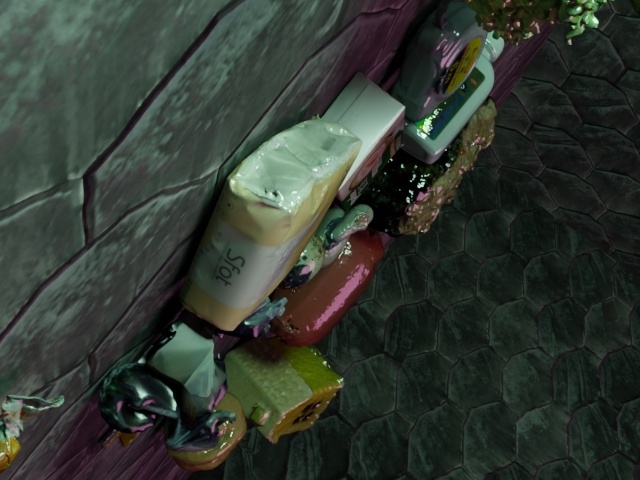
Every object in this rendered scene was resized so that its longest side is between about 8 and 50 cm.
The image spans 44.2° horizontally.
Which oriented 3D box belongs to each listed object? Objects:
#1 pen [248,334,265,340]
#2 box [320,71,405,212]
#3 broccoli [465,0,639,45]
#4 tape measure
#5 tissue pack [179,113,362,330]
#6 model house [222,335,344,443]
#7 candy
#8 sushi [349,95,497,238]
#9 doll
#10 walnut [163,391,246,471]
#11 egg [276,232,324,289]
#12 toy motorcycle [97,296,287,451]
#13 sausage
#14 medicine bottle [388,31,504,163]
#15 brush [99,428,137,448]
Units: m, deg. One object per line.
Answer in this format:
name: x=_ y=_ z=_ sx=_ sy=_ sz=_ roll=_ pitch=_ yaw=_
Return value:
pen: x=-0.151 y=0.230 z=1.722 sx=0.239 sy=0.028 sz=0.028 roll=-56 pitch=171 yaw=26
box: x=0.042 y=-0.123 z=1.046 sx=0.135 sy=0.081 sz=0.199 roll=-52 pitch=170 yaw=-1
broccoli: x=0.247 y=-0.301 z=0.757 sx=0.249 sy=0.301 sz=0.375 roll=-10 pitch=-154 yaw=35
tape measure: x=0.186 y=-0.313 z=1.041 sx=0.164 sy=0.084 sz=0.330 roll=-44 pitch=162 yaw=-43
tissue pack: x=-0.057 y=-0.021 z=0.889 sx=0.186 sy=0.090 sz=0.222 roll=-46 pitch=171 yaw=-48
model house: x=-0.097 y=0.300 z=1.645 sx=0.174 sy=0.193 sz=0.234 roll=-50 pitch=157 yaw=14
candy: x=-0.294 y=0.189 z=0.663 sx=0.182 sy=0.046 sz=0.053 roll=-47 pitch=175 yaw=0
sushi: x=0.177 y=-0.145 z=1.375 sx=0.350 sy=0.171 sz=0.211 roll=-46 pitch=169 yaw=-39
doll: x=0.000 y=0.000 z=1.304 sx=0.214 sy=0.071 sz=0.103 roll=-32 pitch=-165 yaw=39
walnut: x=-0.221 y=0.352 z=1.488 sx=0.167 sy=0.149 sz=0.166 roll=-26 pitch=131 yaw=-34
egg: x=-0.043 y=0.029 z=1.217 sx=0.110 sy=0.085 sz=0.085 roll=-44 pitch=170 yaw=-22
toy motorcycle: x=-0.139 y=0.150 z=0.974 sx=0.270 sy=0.159 sz=0.106 roll=-46 pitch=-168 yaw=-26
sausage: x=0.005 y=0.071 z=1.454 sx=0.279 sy=0.152 sz=0.152 roll=-51 pitch=172 yaw=-6
medicine bottle: x=0.196 y=-0.240 z=1.229 sx=0.229 sy=0.121 sz=0.083 roll=-50 pitch=171 yaw=-12
brush: x=-0.303 y=0.298 z=1.228 sx=0.083 sy=0.011 sz=0.205 roll=-49 pitch=173 yaw=-22
